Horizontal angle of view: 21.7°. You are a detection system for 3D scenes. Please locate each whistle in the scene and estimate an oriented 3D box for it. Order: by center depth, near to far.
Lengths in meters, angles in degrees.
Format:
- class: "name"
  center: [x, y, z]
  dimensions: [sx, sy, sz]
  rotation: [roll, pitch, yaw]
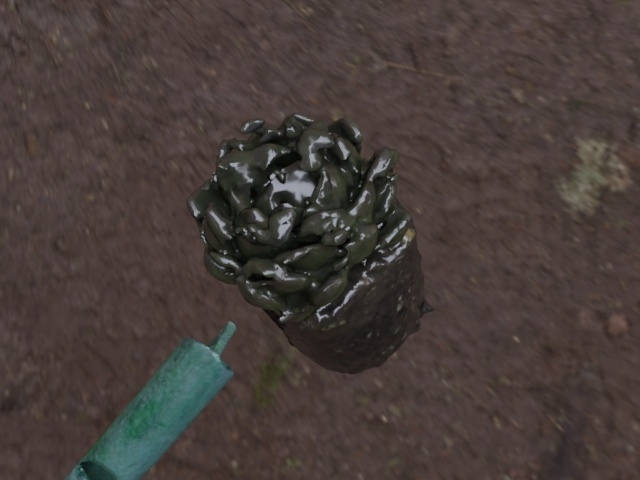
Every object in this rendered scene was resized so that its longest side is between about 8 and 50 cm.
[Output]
- class: "whistle"
  center: [-0.106, 0.116, 0.979]
  dimensions: [0.039, 0.039, 0.186]
  rotation: [31, 122, -18]

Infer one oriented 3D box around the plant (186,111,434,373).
- class: "plant"
  center: [0.000, 0.000, 0.744]
  dimensions: [0.094, 0.092, 0.143]
  rotation: [-40, 146, -3]
